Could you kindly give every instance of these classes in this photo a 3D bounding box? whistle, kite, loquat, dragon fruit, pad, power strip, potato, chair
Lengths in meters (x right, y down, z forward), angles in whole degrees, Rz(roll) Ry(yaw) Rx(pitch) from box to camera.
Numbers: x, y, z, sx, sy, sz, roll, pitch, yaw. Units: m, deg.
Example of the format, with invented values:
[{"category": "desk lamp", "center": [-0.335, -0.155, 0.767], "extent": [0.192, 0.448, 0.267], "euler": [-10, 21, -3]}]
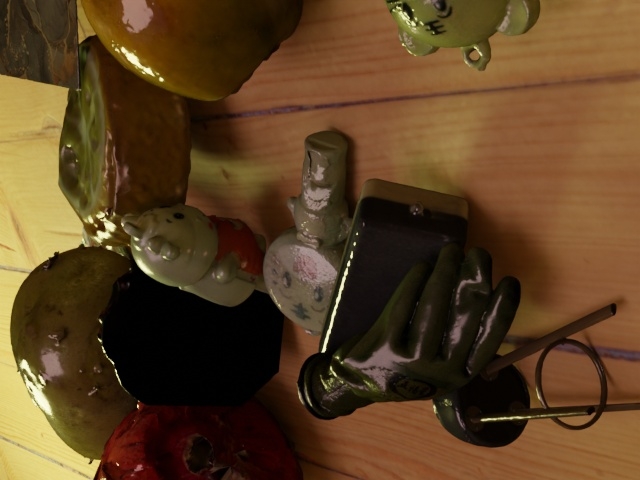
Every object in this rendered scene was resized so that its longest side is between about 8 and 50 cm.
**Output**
[{"category": "whistle", "center": [-0.123, 0.019, 1.262], "extent": [0.106, 0.253, 0.101], "euler": [-37, 51, 26]}, {"category": "kite", "center": [-0.351, 0.028, 1.755], "extent": [0.127, 0.016, 0.229], "euler": [58, 148, 7]}, {"category": "whistle", "center": [0.000, 0.000, 1.205], "extent": [0.126, 0.067, 0.258], "euler": [21, 130, 23]}, {"category": "loquat", "center": [-0.138, -0.253, 1.045], "extent": [0.246, 0.213, 0.213], "euler": [47, 149, -8]}, {"category": "whistle", "center": [0.078, -0.263, 0.838], "extent": [0.131, 0.106, 0.288], "euler": [-3, 114, 48]}, {"category": "dragon fruit", "center": [-0.168, 0.334, 1.510], "extent": [0.295, 0.296, 0.301], "euler": [45, 159, 22]}, {"category": "pad", "center": [-0.354, -0.373, 1.329], "extent": [0.248, 0.007, 0.367], "euler": [16, 111, 48]}, {"category": "power strip", "center": [0.069, 0.043, 1.103], "extent": [0.105, 0.070, 0.256], "euler": [11, 140, -3]}, {"category": "potato", "center": [-0.335, 0.173, 1.655], "extent": [0.359, 0.219, 0.269], "euler": [89, 167, -49]}, {"category": "chair", "center": [0.205, 0.140, 1.018], "extent": [0.095, 0.104, 0.221], "euler": [36, 151, -21]}]

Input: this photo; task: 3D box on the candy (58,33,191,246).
[{"category": "candy", "center": [-0.236, -0.120, 1.324], "extent": [0.260, 0.118, 0.259], "euler": [25, 118, 60]}]

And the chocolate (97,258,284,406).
[{"category": "chocolate", "center": [-0.177, 0.085, 1.431], "extent": [0.177, 0.224, 0.206], "euler": [-141, 55, -70]}]

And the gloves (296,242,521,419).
[{"category": "gloves", "center": [0.083, 0.101, 1.043], "extent": [0.268, 0.135, 0.107], "euler": [-42, 59, 39]}]
